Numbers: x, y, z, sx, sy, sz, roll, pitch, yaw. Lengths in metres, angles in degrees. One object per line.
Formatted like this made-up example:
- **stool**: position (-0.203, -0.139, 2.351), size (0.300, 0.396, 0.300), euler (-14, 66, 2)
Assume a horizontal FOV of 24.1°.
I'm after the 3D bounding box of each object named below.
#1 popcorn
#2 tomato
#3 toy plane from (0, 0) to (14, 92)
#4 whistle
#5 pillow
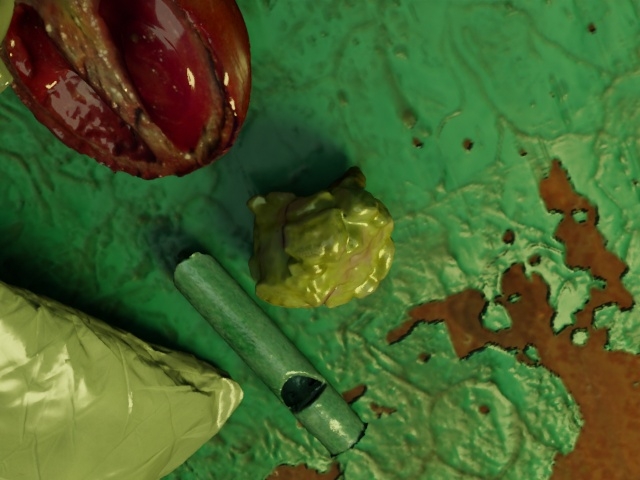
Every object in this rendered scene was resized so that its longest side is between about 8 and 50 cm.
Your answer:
- **popcorn**: position (-0.001, 0.002, 1.045), size (0.097, 0.089, 0.109), euler (17, 118, -42)
- **tomato**: position (-0.117, -0.134, 1.001), size (0.189, 0.099, 0.173), euler (-4, 125, 40)
- **toy plane**: position (-0.299, -0.069, 1.009), size (0.092, 0.108, 0.286), euler (37, 107, -18)
- **whistle**: position (-0.038, 0.079, 1.086), size (0.039, 0.039, 0.186), euler (-39, 102, 9)
- **pillow**: position (-0.223, 0.162, 1.025), size (0.274, 0.076, 0.281), euler (-49, 138, 10)
